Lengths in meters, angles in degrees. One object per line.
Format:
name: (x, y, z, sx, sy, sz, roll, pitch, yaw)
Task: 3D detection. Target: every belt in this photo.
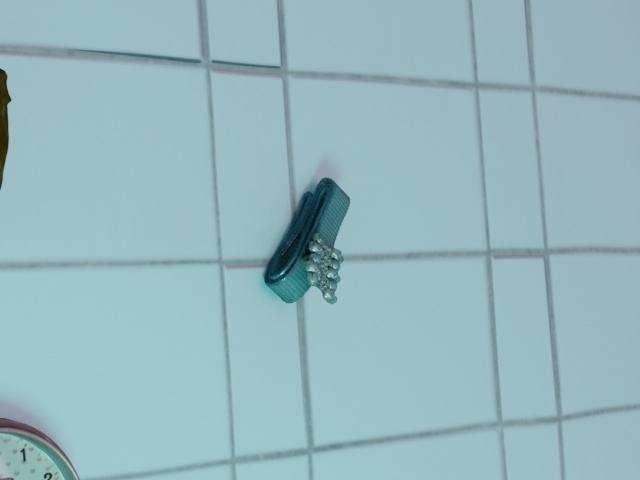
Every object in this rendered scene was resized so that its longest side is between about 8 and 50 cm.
belt: (-0.003, -0.003, 2.051, 0.065, 0.100, 0.179, 43, 56, -34)

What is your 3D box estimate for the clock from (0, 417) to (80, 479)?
clock: (-0.358, 0.315, 1.724, 0.244, 0.056, 0.244, 5, 83, -39)

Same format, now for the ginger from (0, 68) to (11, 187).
ginger: (-0.409, -0.177, 1.665, 0.172, 0.165, 0.321, 17, 69, -63)
